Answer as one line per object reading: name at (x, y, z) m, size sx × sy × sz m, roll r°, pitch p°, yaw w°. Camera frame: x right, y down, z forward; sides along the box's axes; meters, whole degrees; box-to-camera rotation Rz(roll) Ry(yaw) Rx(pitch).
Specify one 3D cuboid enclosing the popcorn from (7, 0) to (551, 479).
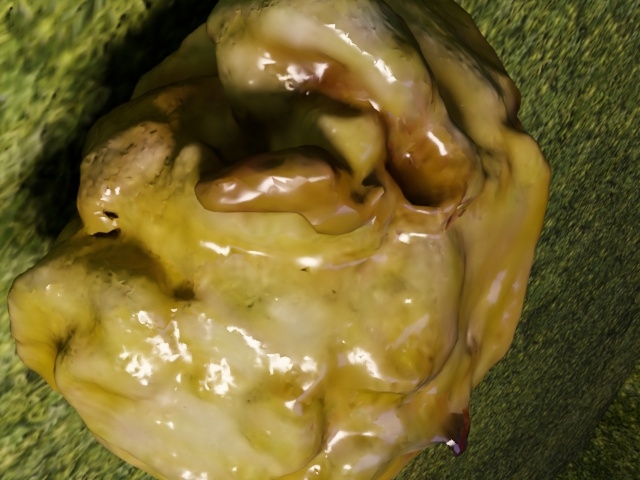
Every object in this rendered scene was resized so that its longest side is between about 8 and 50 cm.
popcorn at (0.000, 0.000, 0.563) m, size 0.233 × 0.192 × 0.266 m, roll -47°, pitch 166°, yaw -15°
